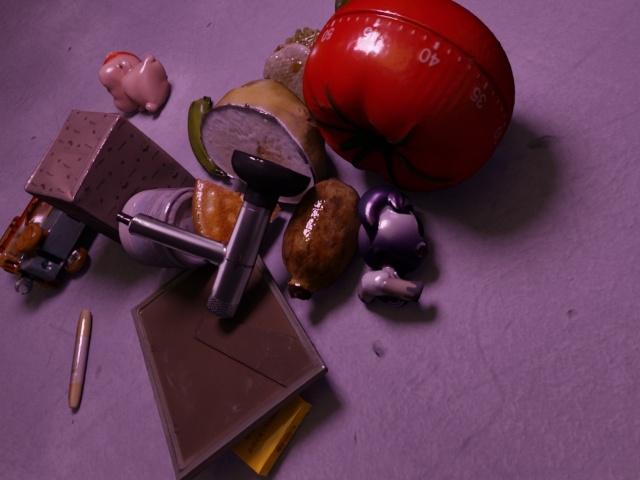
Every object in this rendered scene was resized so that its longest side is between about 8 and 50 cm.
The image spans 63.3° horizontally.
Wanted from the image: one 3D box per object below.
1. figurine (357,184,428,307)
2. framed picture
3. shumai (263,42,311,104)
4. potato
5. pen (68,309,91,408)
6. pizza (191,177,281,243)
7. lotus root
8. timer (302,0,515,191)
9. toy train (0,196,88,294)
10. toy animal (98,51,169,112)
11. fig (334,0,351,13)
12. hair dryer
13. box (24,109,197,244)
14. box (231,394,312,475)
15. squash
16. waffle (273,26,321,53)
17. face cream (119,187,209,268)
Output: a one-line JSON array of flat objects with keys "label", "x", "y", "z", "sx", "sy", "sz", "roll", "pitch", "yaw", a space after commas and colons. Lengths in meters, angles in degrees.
[{"label": "figurine", "x": 0.121, "y": 0.005, "z": 0.970, "sx": 0.145, "sy": 0.145, "sz": 0.222, "roll": -2, "pitch": 66, "yaw": 24}, {"label": "framed picture", "x": -0.208, "y": 0.194, "z": 1.041, "sx": 0.326, "sy": 0.028, "sz": 0.446, "roll": -37, "pitch": 46, "yaw": 1}, {"label": "shumai", "x": -0.037, "y": -0.376, "z": 1.246, "sx": 0.201, "sy": 0.120, "sz": 0.201, "roll": 15, "pitch": 115, "yaw": 36}, {"label": "potato", "x": -0.091, "y": -0.234, "z": 1.144, "sx": 0.300, "sy": 0.246, "sz": 0.196, "roll": 30, "pitch": 54, "yaw": 16}, {"label": "pen", "x": -0.567, "y": 0.275, "z": 1.217, "sx": 0.040, "sy": 0.032, "sz": 0.233, "roll": -29, "pitch": 54, "yaw": 38}, {"label": "pizza", "x": -0.178, "y": -0.037, "z": 1.118, "sx": 0.053, "sy": 0.193, "sz": 0.200, "roll": -25, "pitch": 73, "yaw": 62}, {"label": "lotus root", "x": 0.000, "y": 0.000, "z": 1.021, "sx": 0.128, "sy": 0.145, "sz": 0.260, "roll": -14, "pitch": 50, "yaw": 60}, {"label": "timer", "x": 0.157, "y": -0.268, "z": 0.941, "sx": 0.378, "sy": 0.378, "sz": 0.279, "roll": 27, "pitch": 81, "yaw": 33}, {"label": "toy train", "x": -0.708, "y": -0.036, "z": 1.369, "sx": 0.232, "sy": 0.163, "sz": 0.369, "roll": 12, "pitch": 71, "yaw": 38}, {"label": "toy animal", "x": -0.544, "y": -0.463, "z": 1.506, "sx": 0.198, "sy": 0.171, "sz": 0.171, "roll": 17, "pitch": 73, "yaw": 28}, {"label": "fig", "x": 0.115, "y": -0.568, "z": 1.256, "sx": 0.245, "sy": 0.195, "sz": 0.195, "roll": -48, "pitch": 48, "yaw": 37}, {"label": "hair dryer", "x": -0.214, "y": -0.044, "z": 0.972, "sx": 0.320, "sy": 0.284, "sz": 0.156, "roll": -61, "pitch": 19, "yaw": 4}, {"label": "box", "x": -0.470, "y": -0.128, "z": 1.213, "sx": 0.191, "sy": 0.297, "sz": 0.225, "roll": 12, "pitch": 71, "yaw": 29}, {"label": "box", "x": -0.161, "y": 0.304, "z": 1.003, "sx": 0.269, "sy": 0.043, "sz": 0.152, "roll": 27, "pitch": 75, "yaw": 32}, {"label": "squash", "x": -0.301, "y": -0.269, "z": 1.345, "sx": 0.071, "sy": 0.080, "sz": 0.318, "roll": -54, "pitch": 43, "yaw": 40}, {"label": "waffle", "x": -0.060, "y": -0.481, "z": 1.358, "sx": 0.169, "sy": 0.036, "sz": 0.183, "roll": 32, "pitch": 81, "yaw": 35}, {"label": "face cream", "x": -0.321, "y": -0.027, "z": 1.137, "sx": 0.153, "sy": 0.177, "sz": 0.177, "roll": 2, "pitch": 66, "yaw": 34}]
